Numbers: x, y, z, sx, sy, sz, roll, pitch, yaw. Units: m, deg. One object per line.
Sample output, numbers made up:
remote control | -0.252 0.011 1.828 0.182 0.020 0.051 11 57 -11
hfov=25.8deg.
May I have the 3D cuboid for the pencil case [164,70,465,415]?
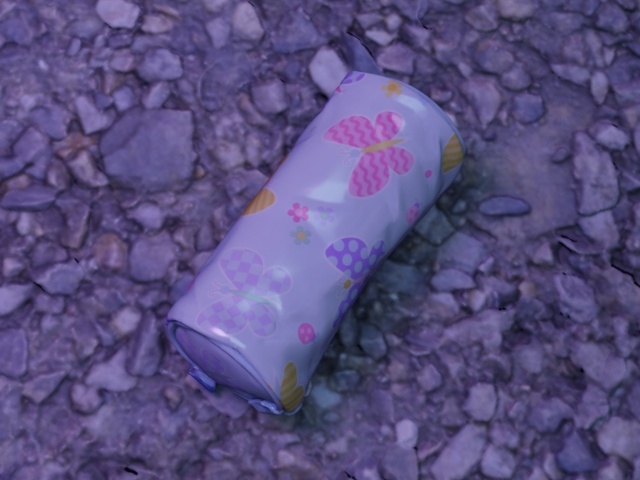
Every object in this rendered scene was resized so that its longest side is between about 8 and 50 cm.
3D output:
pencil case | 0.000 0.000 1.070 0.124 0.113 0.273 36 71 -5
